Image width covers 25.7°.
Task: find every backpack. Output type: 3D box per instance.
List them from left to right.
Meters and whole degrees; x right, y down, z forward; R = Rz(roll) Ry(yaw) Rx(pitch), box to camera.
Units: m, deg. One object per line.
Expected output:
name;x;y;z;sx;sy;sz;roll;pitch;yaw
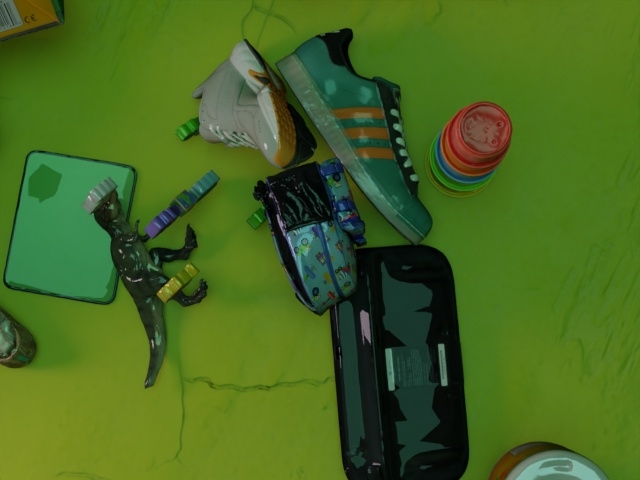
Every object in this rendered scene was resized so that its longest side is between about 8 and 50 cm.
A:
backpack;0.000;0.000;1.737;0.117;0.158;0.173;-20;78;0

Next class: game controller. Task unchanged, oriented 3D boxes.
game controller;0.102;0.165;1.813;0.166;0.067;0.319;-3;86;-13

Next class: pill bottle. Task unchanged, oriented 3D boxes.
pill bottle;0.272;0.314;1.696;0.136;0.246;0.136;0;85;2

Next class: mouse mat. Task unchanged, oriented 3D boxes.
mouse mat;-0.331;-0.018;1.856;0.152;0.007;0.190;10;85;2

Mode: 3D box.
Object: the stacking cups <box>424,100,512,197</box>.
stacking cups;0.175;-0.115;1.698;0.096;0.316;0.096;0;86;3

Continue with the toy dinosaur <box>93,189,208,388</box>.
toy dinosaur;-0.211;0.047;1.825;0.118;0.064;0.268;-18;89;4

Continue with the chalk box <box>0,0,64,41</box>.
chalk box;-0.438;-0.398;1.773;0.180;0.179;0.289;-16;43;-1

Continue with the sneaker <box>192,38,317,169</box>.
sneaker;-0.091;-0.146;1.767;0.121;0.262;0.099;-38;123;8

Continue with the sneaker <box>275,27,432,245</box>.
sneaker;0.070;-0.140;1.806;0.121;0.108;0.302;-35;85;2

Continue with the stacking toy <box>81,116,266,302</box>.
stacking toy;-0.176;-0.045;1.801;0.167;0.052;0.221;48;56;2

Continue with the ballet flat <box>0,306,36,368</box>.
ballet flat;-0.457;0.090;1.819;0.206;0.067;0.073;35;87;4
